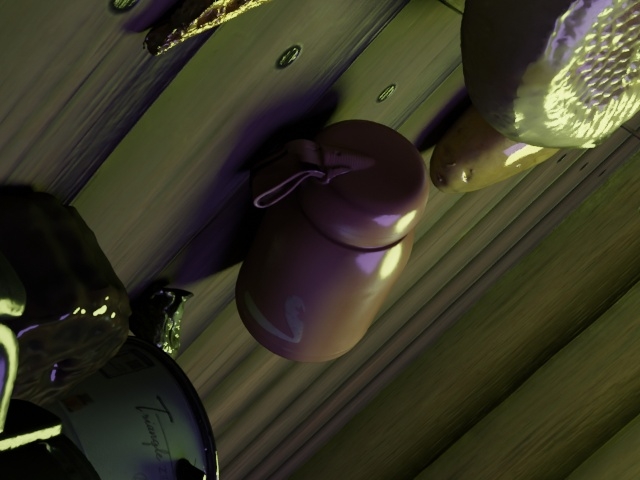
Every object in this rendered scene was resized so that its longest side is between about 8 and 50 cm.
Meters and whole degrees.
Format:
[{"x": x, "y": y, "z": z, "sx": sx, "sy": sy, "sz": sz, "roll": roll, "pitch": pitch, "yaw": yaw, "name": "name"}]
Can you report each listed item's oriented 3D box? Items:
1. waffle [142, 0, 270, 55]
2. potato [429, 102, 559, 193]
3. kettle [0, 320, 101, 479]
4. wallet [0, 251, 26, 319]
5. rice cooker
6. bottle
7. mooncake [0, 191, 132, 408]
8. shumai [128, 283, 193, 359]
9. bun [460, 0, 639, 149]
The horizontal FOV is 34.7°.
[{"x": -0.061, "y": -0.195, "z": 0.741, "sx": 0.153, "sy": 0.023, "sz": 0.097, "roll": -31, "pitch": 160, "yaw": -28, "name": "waffle"}, {"x": 0.258, "y": -0.148, "z": 1.385, "sx": 0.235, "sy": 0.128, "sz": 0.161, "roll": -28, "pitch": 156, "yaw": -21, "name": "potato"}, {"x": -0.253, "y": 0.185, "z": 0.559, "sx": 0.262, "sy": 0.203, "sz": 0.308, "roll": -43, "pitch": 163, "yaw": 11, "name": "kettle"}, {"x": -0.266, "y": -0.020, "z": 0.495, "sx": 0.052, "sy": 0.168, "sz": 0.245, "roll": -52, "pitch": 160, "yaw": 7, "name": "wallet"}, {"x": -0.234, "y": 0.231, "z": 1.072, "sx": 0.227, "sy": 0.280, "sz": 0.241, "roll": -13, "pitch": 108, "yaw": -47, "name": "rice cooker"}, {"x": 0.000, "y": 0.000, "z": 1.147, "sx": 0.206, "sy": 0.173, "sz": 0.297, "roll": 4, "pitch": 146, "yaw": -18, "name": "bottle"}, {"x": -0.265, "y": 0.075, "z": 0.818, "sx": 0.228, "sy": 0.124, "sz": 0.228, "roll": -36, "pitch": 164, "yaw": -12, "name": "mooncake"}, {"x": -0.172, "y": 0.089, "z": 1.153, "sx": 0.080, "sy": 0.082, "sz": 0.083, "roll": -38, "pitch": -175, "yaw": -12, "name": "shumai"}, {"x": 0.275, "y": -0.266, "z": 0.990, "sx": 0.364, "sy": 0.202, "sz": 0.364, "roll": -31, "pitch": 156, "yaw": -16, "name": "bun"}]
